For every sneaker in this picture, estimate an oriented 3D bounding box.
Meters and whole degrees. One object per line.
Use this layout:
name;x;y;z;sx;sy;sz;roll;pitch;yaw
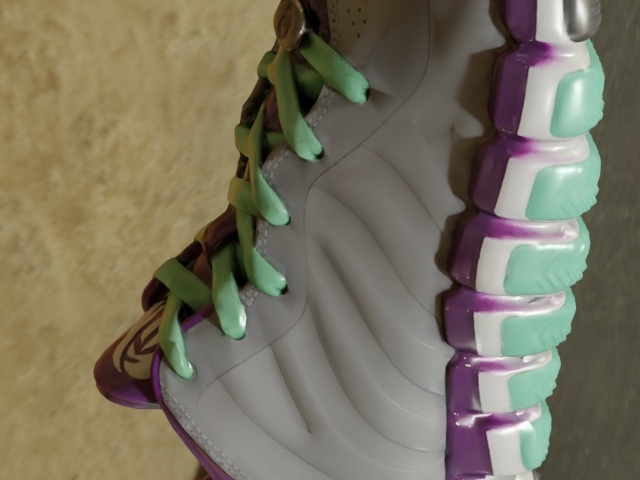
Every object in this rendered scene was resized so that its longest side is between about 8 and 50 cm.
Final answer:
sneaker;0.000;0.000;0.358;0.098;0.083;0.224;-4;117;-8
